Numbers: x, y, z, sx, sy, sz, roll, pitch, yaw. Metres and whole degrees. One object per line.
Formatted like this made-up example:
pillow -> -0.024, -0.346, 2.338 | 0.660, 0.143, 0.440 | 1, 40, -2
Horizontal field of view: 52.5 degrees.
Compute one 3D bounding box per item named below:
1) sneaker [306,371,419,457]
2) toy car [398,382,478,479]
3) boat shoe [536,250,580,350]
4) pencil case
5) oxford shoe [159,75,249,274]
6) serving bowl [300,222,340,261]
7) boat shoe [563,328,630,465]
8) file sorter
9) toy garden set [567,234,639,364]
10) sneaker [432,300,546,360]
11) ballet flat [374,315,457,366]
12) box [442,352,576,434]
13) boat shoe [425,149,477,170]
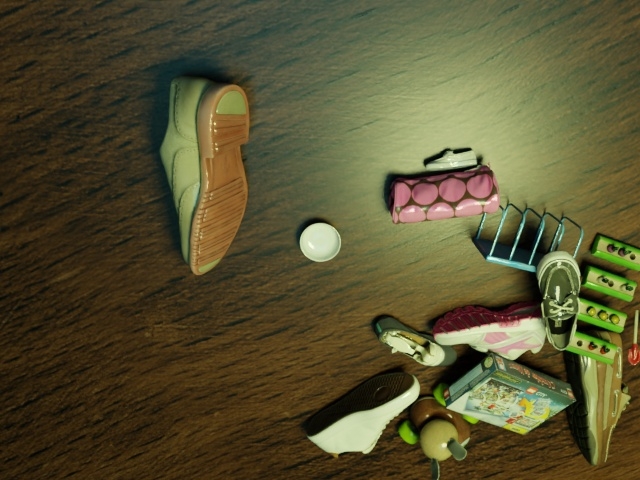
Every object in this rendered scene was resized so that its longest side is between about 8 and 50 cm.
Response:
sneaker -> 0.115, 0.393, 1.447 | 0.290, 0.106, 0.123 | -33, 111, 23
toy car -> 0.270, 0.435, 1.407 | 0.149, 0.188, 0.155 | 34, 108, -11
boat shoe -> 0.457, 0.117, 1.230 | 0.078, 0.070, 0.219 | -9, 127, 13
pencil case -> 0.236, -0.090, 1.259 | 0.209, 0.095, 0.098 | -8, 94, 6
oxford shoe -> -0.232, -0.123, 1.254 | 0.146, 0.140, 0.397 | 24, 118, 25
serving bowl -> 0.000, 0.000, 1.330 | 0.083, 0.027, 0.083 | 0, 110, 1
boat shoe -> 0.610, 0.340, 1.406 | 0.120, 0.122, 0.324 | -11, 111, 0
file sorter -> 0.408, -0.006, 1.277 | 0.170, 0.118, 0.104 | 14, 108, -5
toy garden set -> 0.624, 0.135, 1.315 | 0.204, 0.049, 0.244 | 19, 87, -7
sneaker -> 0.363, 0.203, 1.364 | 0.252, 0.103, 0.111 | -4, 109, 3
ballet flat -> 0.206, 0.231, 1.394 | 0.203, 0.074, 0.074 | 28, 109, -10
box -> 0.404, 0.334, 1.393 | 0.233, 0.044, 0.159 | 24, 127, -24
boat shoe -> 0.254, -0.158, 1.267 | 0.100, 0.035, 0.035 | -8, 83, 7
